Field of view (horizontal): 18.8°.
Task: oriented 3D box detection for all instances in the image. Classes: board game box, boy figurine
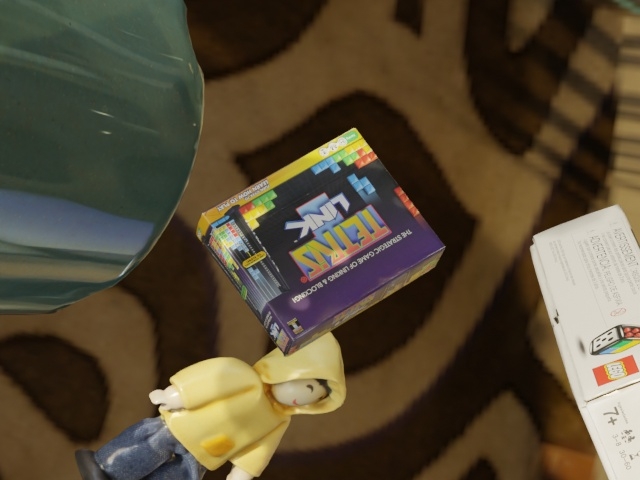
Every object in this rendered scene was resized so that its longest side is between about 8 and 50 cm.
[{"bbox_3d":[0.183,0.153,0.902,0.193,0.053,0.305,-91,157,-69],"label":"board game box"},{"bbox_3d":[0.000,0.000,1.699,0.170,0.141,0.048,-31,163,-22],"label":"board game box"},{"bbox_3d":[-0.097,0.190,1.944,0.285,0.092,0.177,-29,132,0],"label":"boy figurine"}]

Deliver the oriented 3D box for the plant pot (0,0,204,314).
[{"bbox_3d":[-0.262,-0.098,1.102,0.334,0.341,0.341,11,90,-56],"label":"plant pot"}]
